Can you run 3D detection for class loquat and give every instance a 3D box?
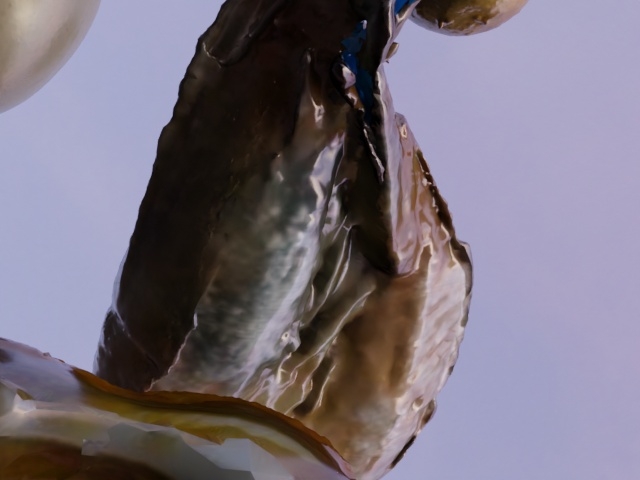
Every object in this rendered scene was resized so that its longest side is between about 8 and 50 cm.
[{"bbox_3d":[0.157,-0.308,1.124,0.172,0.204,0.149,22,-33,34],"label":"loquat"}]

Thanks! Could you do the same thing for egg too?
[{"bbox_3d":[-0.303,-0.229,0.906,0.219,0.219,0.269,20,-95,28],"label":"egg"}]

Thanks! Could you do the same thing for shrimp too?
[{"bbox_3d":[0.000,0.000,0.570,0.110,0.221,0.446,-114,-146,-54],"label":"shrimp"}]

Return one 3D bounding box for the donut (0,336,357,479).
[{"bbox_3d":[-0.111,0.160,0.381,0.330,0.330,0.160,31,-55,25],"label":"donut"}]
